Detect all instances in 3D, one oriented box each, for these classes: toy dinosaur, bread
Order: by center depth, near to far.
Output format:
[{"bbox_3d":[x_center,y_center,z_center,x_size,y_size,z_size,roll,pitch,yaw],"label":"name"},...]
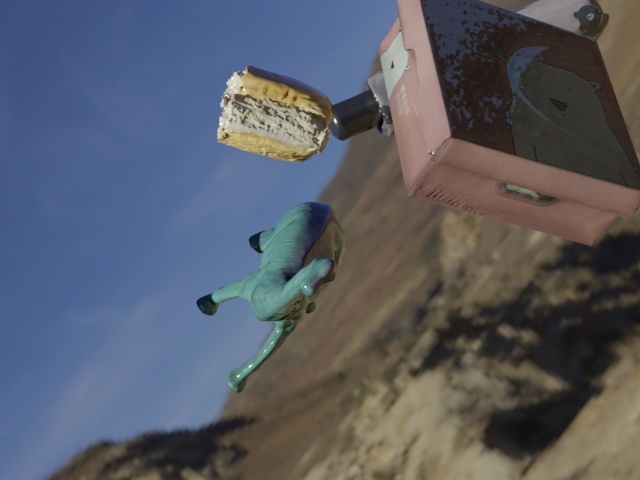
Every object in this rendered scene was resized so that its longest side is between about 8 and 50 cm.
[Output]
[{"bbox_3d":[-0.044,-0.120,1.525,0.125,0.106,0.082,172,105,-83],"label":"bread"},{"bbox_3d":[0.000,0.000,1.864,0.331,0.129,0.383,-45,10,48],"label":"toy dinosaur"}]

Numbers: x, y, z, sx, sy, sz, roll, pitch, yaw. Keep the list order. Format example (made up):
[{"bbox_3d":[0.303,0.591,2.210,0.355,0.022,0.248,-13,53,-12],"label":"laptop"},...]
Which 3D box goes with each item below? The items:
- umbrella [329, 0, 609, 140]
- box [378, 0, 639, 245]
[{"bbox_3d":[0.162,-0.193,1.788,0.337,0.073,0.067,-25,-34,-10],"label":"umbrella"},{"bbox_3d":[0.167,-0.115,1.467,0.086,0.215,0.215,-55,31,39],"label":"box"}]
